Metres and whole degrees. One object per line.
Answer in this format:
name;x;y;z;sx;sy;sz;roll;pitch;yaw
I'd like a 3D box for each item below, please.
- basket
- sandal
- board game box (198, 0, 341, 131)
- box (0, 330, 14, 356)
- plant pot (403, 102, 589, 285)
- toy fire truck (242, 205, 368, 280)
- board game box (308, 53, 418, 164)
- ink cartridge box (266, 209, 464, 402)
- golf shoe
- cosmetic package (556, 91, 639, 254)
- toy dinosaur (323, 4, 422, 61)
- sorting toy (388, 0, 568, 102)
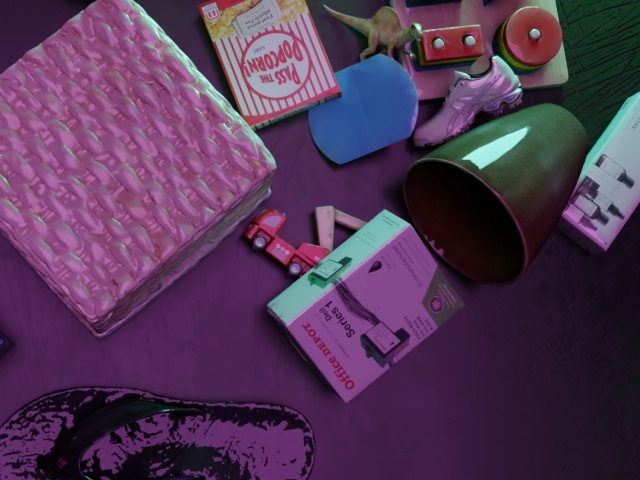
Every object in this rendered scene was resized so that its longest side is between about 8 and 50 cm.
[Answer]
basket;-0.274;-0.098;1.403;0.328;0.266;0.331;-41;90;-11
sandal;-0.225;0.274;1.444;0.446;0.107;0.167;-2;83;-10
board game box;-0.072;-0.272;1.555;0.147;0.045;0.193;-22;87;1
box;-0.474;0.114;1.405;0.126;0.137;0.072;45;77;-2
plant pot;0.273;-0.089;1.541;0.230;0.215;0.215;-40;91;-26
toy fire truck;0.000;0.000;1.546;0.192;0.047;0.135;37;79;-4
board game box;0.065;-0.188;1.571;0.169;0.033;0.133;-21;76;19
ink cartridge box;0.061;0.092;1.490;0.219;0.092;0.160;-40;114;-7
golf shoe;0.201;-0.204;1.571;0.176;0.069;0.086;-30;110;10
cosmetic package;0.448;-0.102;1.629;0.099;0.060;0.239;38;79;-4
toy dinosaur;0.087;-0.297;1.585;0.053;0.183;0.092;-23;123;-43
sorting toy;0.238;-0.351;1.609;0.255;0.089;0.257;-8;84;-11
